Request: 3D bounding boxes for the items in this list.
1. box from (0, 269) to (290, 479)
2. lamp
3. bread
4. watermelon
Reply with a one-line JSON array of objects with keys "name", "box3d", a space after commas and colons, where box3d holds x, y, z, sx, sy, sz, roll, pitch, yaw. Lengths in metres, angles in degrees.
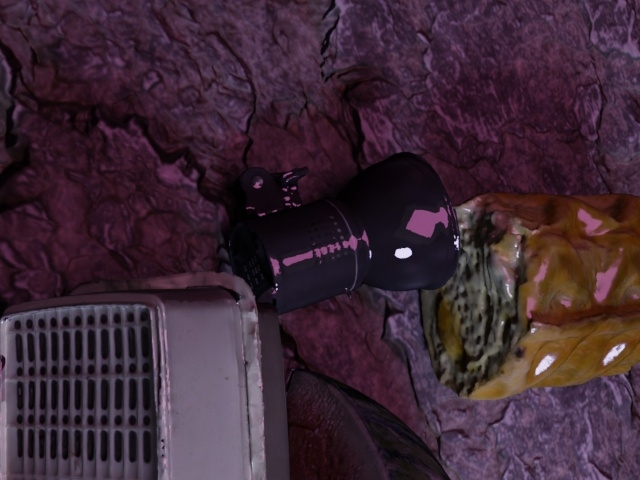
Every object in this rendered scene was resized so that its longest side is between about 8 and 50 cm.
[{"name": "box", "box3d": [-0.136, 0.172, 0.764, 0.166, 0.221, 0.290, 5, 81, -55]}, {"name": "lamp", "box3d": [0.000, 0.000, 0.937, 0.228, 0.147, 0.172, -15, 80, -27]}, {"name": "bread", "box3d": [0.249, 0.056, 1.051, 0.252, 0.196, 0.238, -11, 90, -32]}, {"name": "watermelon", "box3d": [0.038, 0.274, 0.897, 0.201, 0.261, 0.213, -45, 116, 1]}]
